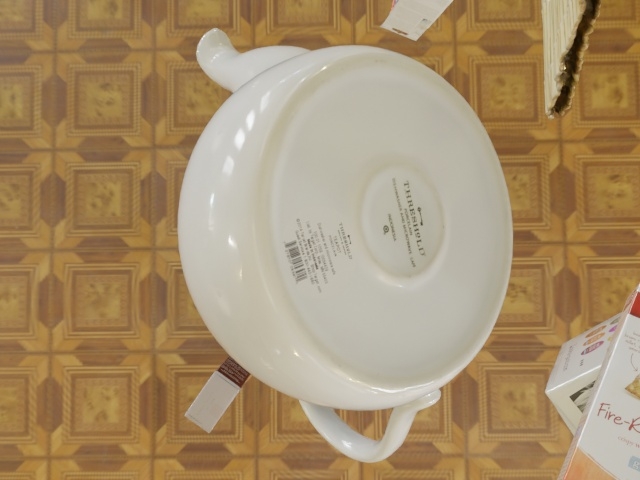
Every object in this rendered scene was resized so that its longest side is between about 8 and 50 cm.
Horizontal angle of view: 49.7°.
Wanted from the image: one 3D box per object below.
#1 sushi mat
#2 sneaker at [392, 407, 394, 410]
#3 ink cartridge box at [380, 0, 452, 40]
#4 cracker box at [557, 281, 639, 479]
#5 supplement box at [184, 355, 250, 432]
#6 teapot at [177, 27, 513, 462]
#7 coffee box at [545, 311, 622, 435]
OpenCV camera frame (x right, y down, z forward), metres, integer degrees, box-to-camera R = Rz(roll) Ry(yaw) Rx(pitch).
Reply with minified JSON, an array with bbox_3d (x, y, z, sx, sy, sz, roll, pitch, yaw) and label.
[{"bbox_3d":[0.157,-0.247,0.449,0.019,0.151,0.317,2,61,9],"label":"sushi mat"},{"bbox_3d":[0.203,0.320,1.644,0.066,0.071,0.188,6,113,-1],"label":"sneaker"},{"bbox_3d":[0.134,-0.328,0.966,0.062,0.115,0.029,18,72,-14],"label":"ink cartridge box"},{"bbox_3d":[0.353,0.177,0.691,0.155,0.067,0.232,22,73,19],"label":"cracker box"},{"bbox_3d":[-0.224,0.340,1.629,0.073,0.239,0.130,35,101,1],"label":"supplement box"},{"bbox_3d":[0.000,0.000,0.497,0.252,0.187,0.256,32,67,-28],"label":"teapot"},{"bbox_3d":[0.681,0.304,1.312,0.334,0.337,0.338,-36,83,25],"label":"coffee box"}]
